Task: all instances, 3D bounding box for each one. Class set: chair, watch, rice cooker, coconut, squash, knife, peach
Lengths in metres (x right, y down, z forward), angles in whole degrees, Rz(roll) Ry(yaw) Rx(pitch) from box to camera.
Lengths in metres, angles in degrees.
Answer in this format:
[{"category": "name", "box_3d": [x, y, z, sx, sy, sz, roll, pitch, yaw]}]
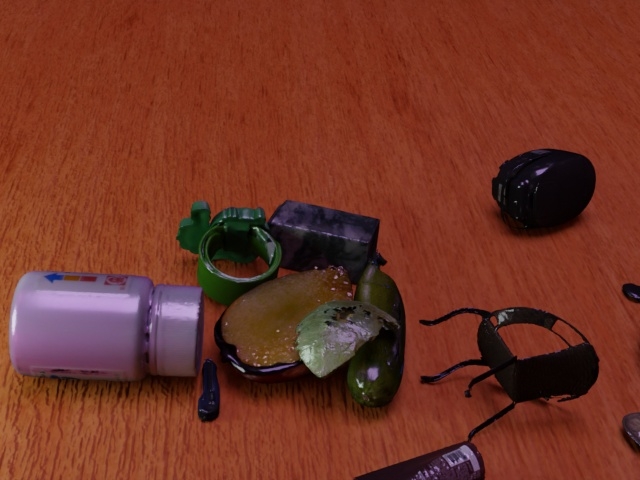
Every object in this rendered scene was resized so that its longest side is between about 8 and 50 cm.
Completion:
[{"category": "chair", "box_3d": [0.262, 0.172, 1.387, 0.213, 0.174, 0.149, -14, 40, -9]}, {"category": "watch", "box_3d": [-0.149, 0.032, 1.608, 0.165, 0.131, 0.152, 2, 51, -12]}, {"category": "rice cooker", "box_3d": [0.410, -0.098, 1.843, 0.202, 0.142, 0.118, -12, 24, -25]}, {"category": "coconut", "box_3d": [0.027, 0.123, 1.392, 0.133, 0.055, 0.158, 19, 40, 26]}, {"category": "squash", "box_3d": [0.085, 0.129, 1.498, 0.087, 0.087, 0.332, 5, 35, 0]}, {"category": "knife", "box_3d": [-0.158, 0.208, 1.407, 0.031, 0.018, 0.121, 1, 31, -9]}, {"category": "peach", "box_3d": [-0.045, 0.129, 1.494, 0.189, 0.068, 0.279, 25, 41, 30]}]

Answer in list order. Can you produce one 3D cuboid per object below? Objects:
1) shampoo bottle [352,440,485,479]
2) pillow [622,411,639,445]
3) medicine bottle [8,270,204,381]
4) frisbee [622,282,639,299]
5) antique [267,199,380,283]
[{"category": "shampoo bottle", "box_3d": [0.097, 0.316, 1.234, 0.236, 0.067, 0.068, -15, 28, -27]}, {"category": "pillow", "box_3d": [0.509, 0.299, 1.342, 0.130, 0.033, 0.217, -6, 34, -22]}, {"category": "medicine bottle", "box_3d": [-0.293, 0.122, 1.399, 0.254, 0.152, 0.152, 4, 33, -4]}, {"category": "frisbee", "box_3d": [0.640, 0.097, 1.689, 0.210, 0.012, 0.187, -18, 40, -32]}, {"category": "antique", "box_3d": [0.000, 0.000, 1.682, 0.182, 0.088, 0.086, 13, 33, 11]}]
